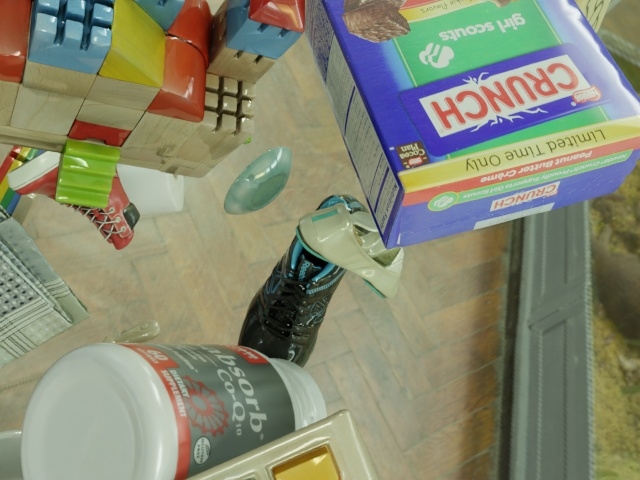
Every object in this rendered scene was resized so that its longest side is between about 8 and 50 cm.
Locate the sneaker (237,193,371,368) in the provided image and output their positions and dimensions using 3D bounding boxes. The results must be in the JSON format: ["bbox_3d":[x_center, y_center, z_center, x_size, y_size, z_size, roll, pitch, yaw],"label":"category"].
[{"bbox_3d":[-0.041,0.075,1.103,0.125,0.139,0.341,26,88,11],"label":"sneaker"}]

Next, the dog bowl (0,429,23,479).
[{"bbox_3d":[-0.443,0.417,1.131,0.348,0.102,0.349,16,11,-3],"label":"dog bowl"}]

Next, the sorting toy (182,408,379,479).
[{"bbox_3d":[-0.029,0.289,0.695,0.208,0.038,0.193,-22,98,-13],"label":"sorting toy"}]

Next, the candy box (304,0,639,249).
[{"bbox_3d":[0.151,-0.176,0.779,0.268,0.122,0.317,-14,63,-10],"label":"candy box"}]

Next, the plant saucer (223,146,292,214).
[{"bbox_3d":[-0.121,-0.116,1.550,0.037,0.195,0.195,45,44,15],"label":"plant saucer"}]

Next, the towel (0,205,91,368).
[{"bbox_3d":[-0.588,0.108,1.176,0.056,0.324,0.312,48,-12,52],"label":"towel"}]

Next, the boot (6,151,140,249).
[{"bbox_3d":[-0.349,-0.057,1.072,0.244,0.088,0.176,-53,121,-73],"label":"boot"}]

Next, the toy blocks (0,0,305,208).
[{"bbox_3d":[-0.189,-0.155,0.586,0.381,0.261,0.191,8,75,-26],"label":"toy blocks"}]

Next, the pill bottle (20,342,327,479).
[{"bbox_3d":[-0.152,0.230,0.881,0.363,0.210,0.210,15,48,-60],"label":"pill bottle"}]

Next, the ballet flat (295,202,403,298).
[{"bbox_3d":[0.062,0.013,0.923,0.248,0.086,0.086,31,39,-57],"label":"ballet flat"}]

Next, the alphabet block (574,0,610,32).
[{"bbox_3d":[0.335,-0.392,1.103,0.193,0.197,0.192,33,58,20],"label":"alphabet block"}]

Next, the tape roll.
[{"bbox_3d":[-0.357,-0.195,1.505,0.100,0.286,0.286,-8,60,-2],"label":"tape roll"}]

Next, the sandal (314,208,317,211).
[{"bbox_3d":[0.000,0.000,1.531,0.049,0.072,0.180,-12,47,1],"label":"sandal"}]

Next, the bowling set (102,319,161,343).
[{"bbox_3d":[-0.439,0.368,1.853,0.154,0.200,0.287,-21,42,-14],"label":"bowling set"}]

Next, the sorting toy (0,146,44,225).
[{"bbox_3d":[-0.622,-0.073,1.444,0.089,0.257,0.255,27,28,-20],"label":"sorting toy"}]
